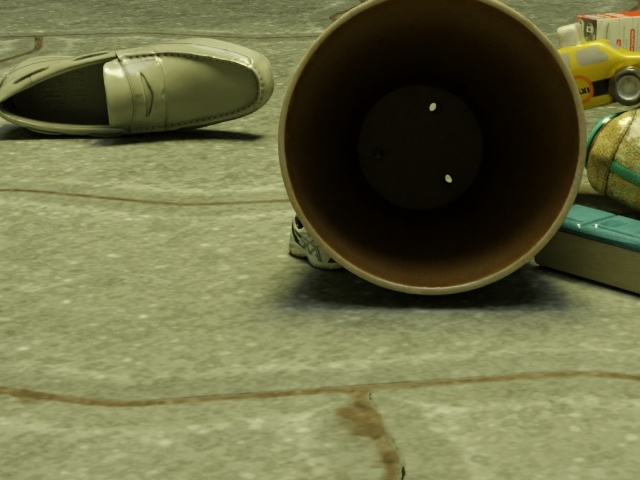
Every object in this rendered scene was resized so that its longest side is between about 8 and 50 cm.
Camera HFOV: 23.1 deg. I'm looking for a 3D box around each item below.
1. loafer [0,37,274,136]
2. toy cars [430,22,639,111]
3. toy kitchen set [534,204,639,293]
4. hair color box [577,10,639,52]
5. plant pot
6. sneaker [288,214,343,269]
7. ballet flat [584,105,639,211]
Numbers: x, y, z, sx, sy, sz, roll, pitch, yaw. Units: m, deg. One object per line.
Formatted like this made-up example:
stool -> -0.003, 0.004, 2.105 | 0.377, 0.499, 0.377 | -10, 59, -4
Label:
loafer -> -0.213, -0.165, 1.780 | 0.319, 0.112, 0.111 | -5, 20, 13
toy cars -> 0.191, -0.157, 1.583 | 0.176, 0.087, 0.394 | -16, 5, -32
toy kitchen set -> 0.293, -0.066, 1.314 | 0.207, 0.166, 0.122 | -15, 22, -41
hair color box -> 0.425, -0.257, 2.089 | 0.167, 0.093, 0.053 | -7, 16, -22
plant pot -> 0.088, -0.083, 1.328 | 0.237, 0.237, 0.254 | 0, 3, 1
sneaker -> 0.000, 0.000, 1.327 | 0.032, 0.037, 0.083 | -11, 21, -38
ballet flat -> 0.400, -0.093, 1.522 | 0.348, 0.123, 0.123 | -17, 23, -39
